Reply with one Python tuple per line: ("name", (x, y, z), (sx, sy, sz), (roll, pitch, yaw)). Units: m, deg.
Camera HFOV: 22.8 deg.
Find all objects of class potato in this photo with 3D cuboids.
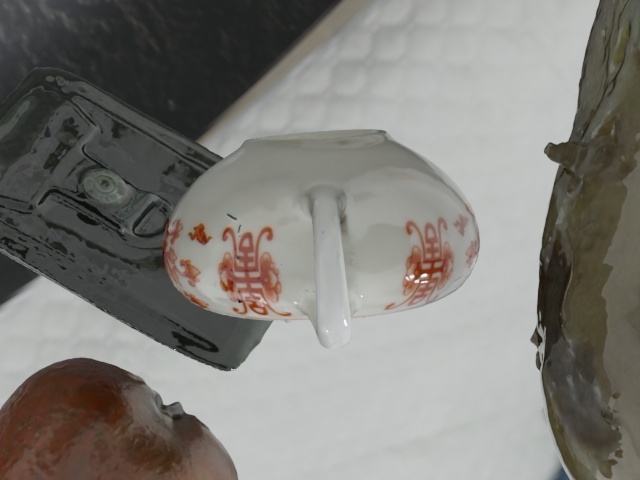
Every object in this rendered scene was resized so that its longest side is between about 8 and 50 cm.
("potato", (0.159, 0.000, 0.595), (0.165, 0.165, 0.262), (10, 79, -44))

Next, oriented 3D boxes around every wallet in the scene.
("wallet", (-0.128, -0.020, 1.101), (0.168, 0.245, 0.052), (-57, 173, -43))

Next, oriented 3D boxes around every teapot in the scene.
("teapot", (0.000, 0.000, 0.797), (0.159, 0.245, 0.116), (9, 100, 3))

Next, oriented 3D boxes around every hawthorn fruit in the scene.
("hawthorn fruit", (-0.180, 0.212, 1.148), (0.251, 0.199, 0.199), (-53, 148, -28))
